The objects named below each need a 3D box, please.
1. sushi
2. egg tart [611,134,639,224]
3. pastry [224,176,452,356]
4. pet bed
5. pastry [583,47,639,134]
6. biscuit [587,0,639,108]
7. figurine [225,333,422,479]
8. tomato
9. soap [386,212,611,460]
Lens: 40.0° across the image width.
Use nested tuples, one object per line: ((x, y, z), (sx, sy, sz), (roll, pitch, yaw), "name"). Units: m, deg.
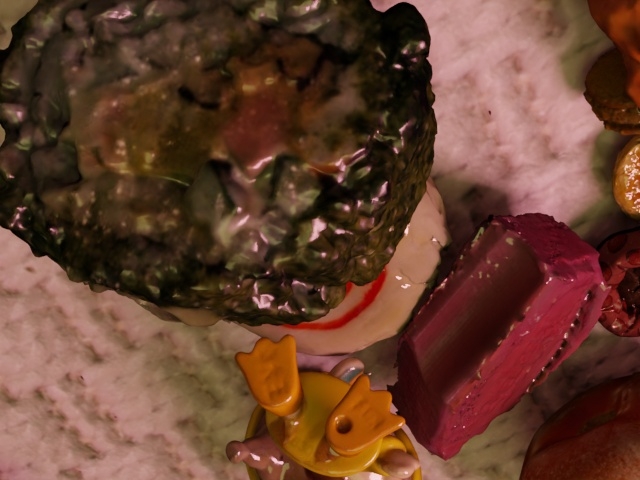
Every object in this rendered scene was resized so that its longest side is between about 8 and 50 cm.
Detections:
((-0.092, -0.078, 0.728), (0.351, 0.178, 0.294), (16, 82, 14), "sushi")
((0.363, -0.072, 0.908), (0.130, 0.052, 0.131), (0, 117, 0), "egg tart")
((0.002, -0.001, 0.900), (0.264, 0.133, 0.265), (-2, 122, -3), "pastry")
((0.382, 0.045, 0.944), (0.201, 0.054, 0.201), (7, 143, 5), "pet bed")
((0.308, -0.147, 0.841), (0.109, 0.097, 0.057), (7, 138, 45), "pastry")
((0.377, -0.238, 0.742), (0.312, 0.110, 0.318), (-38, 105, -7), "biscuit")
((0.006, 0.213, 0.931), (0.187, 0.215, 0.344), (-40, 154, -15), "figurine")
((0.360, 0.276, 0.970), (0.270, 0.270, 0.223), (-34, 91, 17), "tomato")
((0.172, 0.106, 0.925), (0.182, 0.112, 0.289), (2, 131, -45), "soap")
